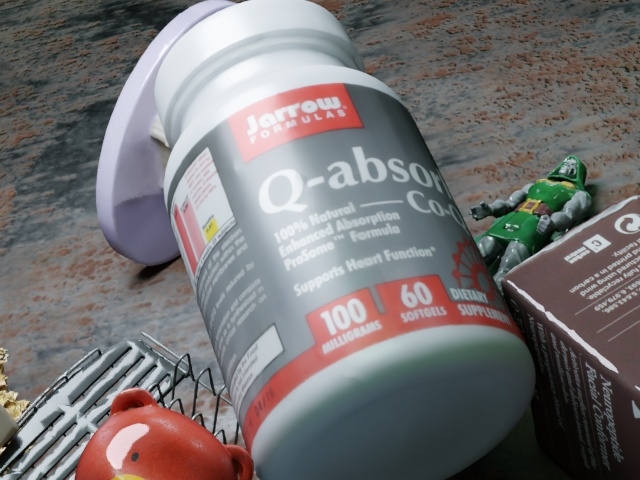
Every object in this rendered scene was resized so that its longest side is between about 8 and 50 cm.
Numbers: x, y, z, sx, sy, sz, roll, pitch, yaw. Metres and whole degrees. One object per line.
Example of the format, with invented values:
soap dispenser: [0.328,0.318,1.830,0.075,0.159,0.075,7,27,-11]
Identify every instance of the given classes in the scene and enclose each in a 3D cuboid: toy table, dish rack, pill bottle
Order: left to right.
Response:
dish rack: [-0.115,0.182,1.055,0.271,0.074,0.208,32,55,19]
toy table: [-0.092,-0.086,1.305,0.161,0.274,0.252,26,14,41]
pill bottle: [0.000,0.000,1.025,0.210,0.210,0.363,-21,57,-4]

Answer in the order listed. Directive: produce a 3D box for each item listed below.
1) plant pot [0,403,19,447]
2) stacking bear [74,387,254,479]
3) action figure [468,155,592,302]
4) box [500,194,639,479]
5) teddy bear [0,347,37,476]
plant pot: [-0.324,0.137,1.052,0.109,0.096,0.109,6,40,38]
stacking bear: [-0.159,0.242,0.892,0.175,0.164,0.289,32,88,6]
action figure: [0.181,-0.004,1.236,0.137,0.063,0.232,13,44,37]
box: [0.293,0.150,0.900,0.143,0.191,0.381,-30,39,-15]
teddy bear: [-0.350,0.205,1.145,0.245,0.113,0.338,-9,39,14]
